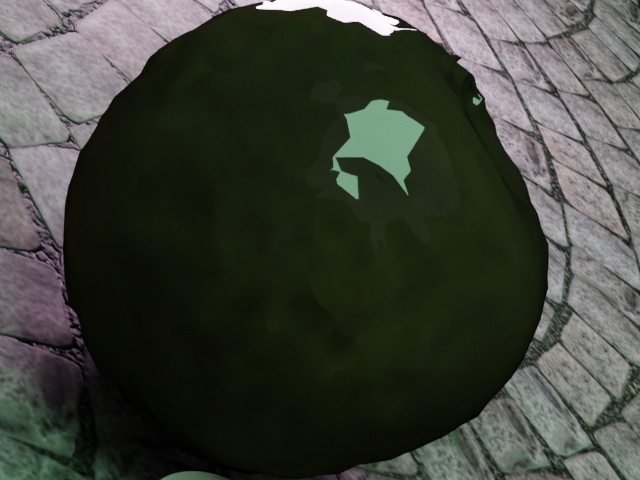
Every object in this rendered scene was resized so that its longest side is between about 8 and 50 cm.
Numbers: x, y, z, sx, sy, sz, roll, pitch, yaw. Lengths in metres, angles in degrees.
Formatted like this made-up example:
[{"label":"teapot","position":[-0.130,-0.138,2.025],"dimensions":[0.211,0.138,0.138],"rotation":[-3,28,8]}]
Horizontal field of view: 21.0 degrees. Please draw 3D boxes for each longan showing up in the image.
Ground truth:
[{"label":"longan","position":[-0.003,-0.008,1.471],"dimensions":[0.436,0.404,0.404],"rotation":[-13,61,-50]}]

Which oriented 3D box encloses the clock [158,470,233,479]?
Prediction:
[{"label":"clock","position":[-0.079,0.275,1.320],"dimensions":[0.197,0.068,0.197],"rotation":[33,30,-22]}]
